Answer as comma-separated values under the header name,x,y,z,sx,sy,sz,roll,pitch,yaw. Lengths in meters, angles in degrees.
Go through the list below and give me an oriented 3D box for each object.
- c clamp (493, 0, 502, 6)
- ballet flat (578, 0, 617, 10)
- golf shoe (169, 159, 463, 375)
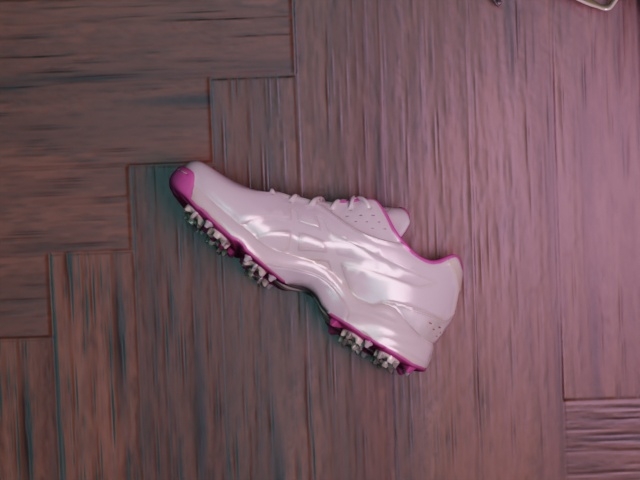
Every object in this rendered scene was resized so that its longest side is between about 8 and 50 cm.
name,x,y,z,sx,sy,sz,roll,pitch,yaw
c clamp,0.177,-0.330,1.865,0.137,0.022,0.161,44,95,4
ballet flat,0.301,-0.253,1.844,0.231,0.077,0.077,10,115,-3
golf shoe,0.000,0.000,1.856,0.306,0.115,0.140,35,83,-7
